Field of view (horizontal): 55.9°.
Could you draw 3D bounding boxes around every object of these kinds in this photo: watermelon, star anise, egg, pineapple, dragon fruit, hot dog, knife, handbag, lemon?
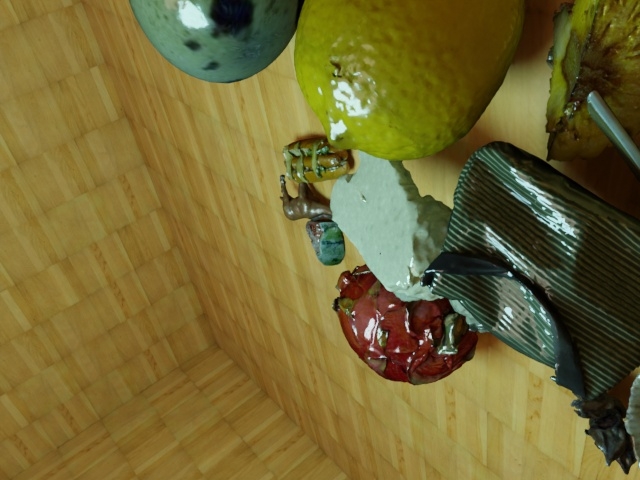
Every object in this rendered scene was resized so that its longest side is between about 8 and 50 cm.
[{"bbox_3d":[0.000,0.000,1.695,0.139,0.071,0.187,45,153,33],"label":"watermelon"},{"bbox_3d":[0.492,0.296,1.074,0.230,0.081,0.262,63,-166,21],"label":"star anise"},{"bbox_3d":[-0.197,-0.487,1.164,0.345,0.345,0.428,49,157,17],"label":"egg"},{"bbox_3d":[0.363,-0.230,0.760,0.164,0.139,0.250,-85,-2,-61],"label":"pineapple"},{"bbox_3d":[0.187,0.175,1.323,0.342,0.277,0.278,14,131,54],"label":"dragon fruit"},{"bbox_3d":[-0.017,-0.195,1.479,0.269,0.072,0.110,8,111,58],"label":"hot dog"},{"bbox_3d":[0.417,-0.067,0.744,0.343,0.027,0.061,42,-159,-23],"label":"knife"},{"bbox_3d":[0.312,0.035,0.823,0.340,0.240,0.247,35,-167,10],"label":"handbag"},{"bbox_3d":[0.120,-0.280,0.848,0.336,0.336,0.336,42,151,30],"label":"lemon"}]

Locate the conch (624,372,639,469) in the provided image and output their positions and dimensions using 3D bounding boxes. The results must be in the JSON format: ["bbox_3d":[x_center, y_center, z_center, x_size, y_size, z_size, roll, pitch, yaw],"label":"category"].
[{"bbox_3d":[0.591,0.318,0.850,0.297,0.209,0.353,154,106,-75],"label":"conch"}]

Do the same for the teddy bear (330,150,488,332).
[{"bbox_3d":[0.251,-0.002,1.102,0.327,0.362,0.376,-60,37,37],"label":"teddy bear"}]

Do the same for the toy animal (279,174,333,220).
[{"bbox_3d":[-0.013,-0.097,1.597,0.224,0.066,0.230,-30,75,37],"label":"toy animal"}]
